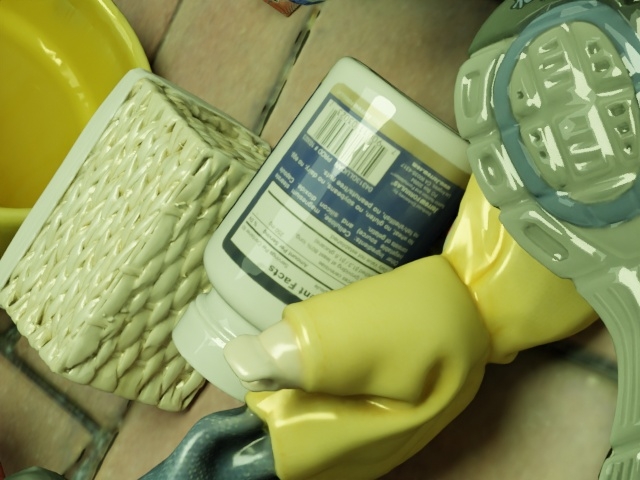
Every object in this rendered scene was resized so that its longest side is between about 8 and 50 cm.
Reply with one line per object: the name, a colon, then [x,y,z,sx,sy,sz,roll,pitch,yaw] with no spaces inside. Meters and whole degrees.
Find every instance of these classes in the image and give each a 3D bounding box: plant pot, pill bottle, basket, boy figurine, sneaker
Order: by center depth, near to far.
sneaker: [0.149,0.043,0.383,0.111,0.129,0.297,-23,72,34]
boy figurine: [0.007,0.057,0.474,0.285,0.177,0.092,-38,67,-1]
pill bottle: [0.000,0.000,0.565,0.169,0.094,0.094,-53,41,10]
basket: [-0.095,0.005,0.650,0.167,0.113,0.103,-54,45,8]
plant pot: [-0.280,-0.064,0.794,0.239,0.254,0.254,-41,43,43]

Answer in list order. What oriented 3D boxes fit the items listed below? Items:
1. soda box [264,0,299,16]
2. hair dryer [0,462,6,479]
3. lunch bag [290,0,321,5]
soda box: [-0.039,-0.241,0.767,0.063,0.058,0.183,-38,46,25]
hair dryer: [-0.272,0.116,0.725,0.080,0.223,0.293,-31,68,-23]
lunch bag: [0.143,-0.271,0.412,0.385,0.239,0.328,-43,23,-15]
